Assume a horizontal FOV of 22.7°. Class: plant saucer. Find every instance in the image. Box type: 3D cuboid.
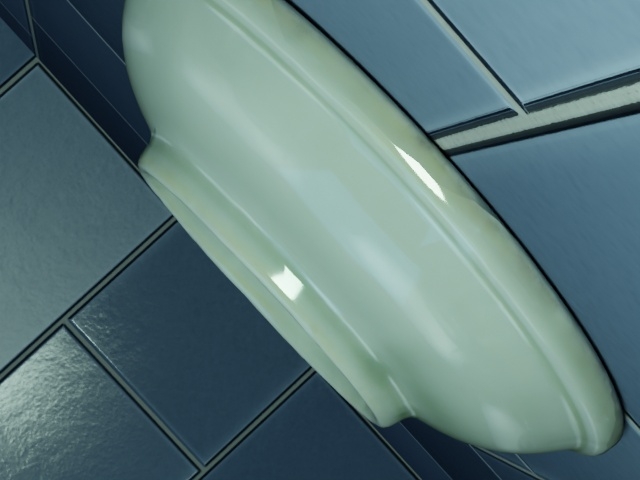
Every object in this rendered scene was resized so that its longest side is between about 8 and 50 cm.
[{"bbox_3d":[0.000,0.000,0.927,0.400,0.100,0.400,47,174,6],"label":"plant saucer"}]
